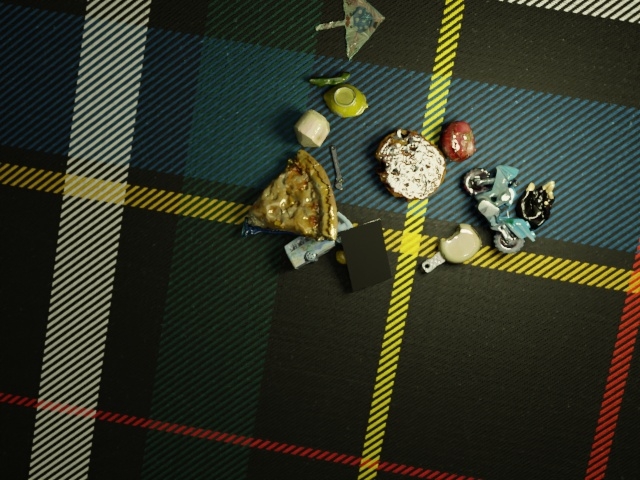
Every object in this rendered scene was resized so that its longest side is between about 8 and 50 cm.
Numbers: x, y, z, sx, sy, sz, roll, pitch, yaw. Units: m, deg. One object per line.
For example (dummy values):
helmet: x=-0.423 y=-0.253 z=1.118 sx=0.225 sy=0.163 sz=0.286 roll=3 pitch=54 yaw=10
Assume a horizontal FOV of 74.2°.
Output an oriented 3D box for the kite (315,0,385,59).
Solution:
kite: x=0.133 y=-0.985 z=1.904 sx=0.314 sy=0.011 sz=0.336 roll=-6 pitch=93 yaw=3

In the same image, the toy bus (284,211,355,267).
toy bus: x=0.000 y=0.000 z=1.935 sx=0.329 sy=0.109 sz=0.136 roll=-33 pitch=82 yaw=3

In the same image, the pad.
pad: x=0.208 y=0.068 z=1.918 sx=0.202 sy=0.005 sz=0.300 roll=-18 pitch=110 yaw=-10

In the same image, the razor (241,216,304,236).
razor: x=-0.201 y=-0.048 z=1.938 sx=0.323 sy=0.056 sz=0.093 roll=5 pitch=78 yaw=15

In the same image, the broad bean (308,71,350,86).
broad bean: x=0.044 y=-0.720 z=1.901 sx=0.195 sy=0.061 sz=0.046 roll=-13 pitch=134 yaw=-2

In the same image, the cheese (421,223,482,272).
cheese: x=0.588 y=0.048 z=1.929 sx=0.286 sy=0.082 sz=0.163 roll=-33 pitch=92 yaw=4

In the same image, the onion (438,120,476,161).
onion: x=0.596 y=-0.437 z=1.876 sx=0.183 sy=0.147 sz=0.184 roll=-7 pitch=103 yaw=-33

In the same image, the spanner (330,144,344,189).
spanner: x=0.074 y=-0.335 z=1.950 sx=0.046 sy=0.012 sz=0.209 roll=-11 pitch=93 yaw=3

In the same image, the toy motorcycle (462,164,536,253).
toy motorcycle: x=0.802 y=-0.155 z=1.845 sx=0.232 sy=0.172 sz=0.416 roll=-28 pitch=83 yaw=21

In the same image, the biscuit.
biscuit: x=0.398 y=-0.335 z=1.909 sx=0.334 sy=0.081 sz=0.289 roll=45 pitch=93 yaw=-6

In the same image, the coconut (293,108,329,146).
coconut: x=-0.044 y=-0.488 z=1.881 sx=0.147 sy=0.147 sz=0.153 roll=36 pitch=92 yaw=-1

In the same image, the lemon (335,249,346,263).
lemon: x=0.106 y=0.078 z=1.954 sx=0.083 sy=0.062 sz=0.062 roll=37 pitch=94 yaw=-1

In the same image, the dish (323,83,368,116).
dish: x=0.114 y=-0.632 z=1.896 sx=0.207 sy=0.080 sz=0.149 roll=11 pitch=95 yaw=2

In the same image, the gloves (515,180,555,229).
gloves: x=0.968 y=-0.172 z=1.878 sx=0.164 sy=0.124 sz=0.203 roll=45 pitch=103 yaw=16

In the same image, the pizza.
pizza: x=-0.093 y=-0.212 z=1.880 sx=0.434 sy=0.080 sz=0.392 roll=14 pitch=81 yaw=14
